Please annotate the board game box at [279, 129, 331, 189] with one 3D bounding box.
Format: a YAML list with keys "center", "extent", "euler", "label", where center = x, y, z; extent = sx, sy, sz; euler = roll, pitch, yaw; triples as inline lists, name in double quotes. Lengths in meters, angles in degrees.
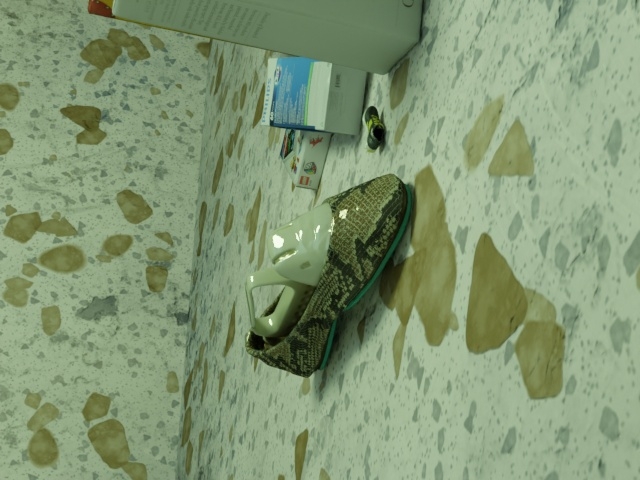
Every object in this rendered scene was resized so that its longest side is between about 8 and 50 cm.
- center: [-0.011, -0.276, 2.030]
  extent: [0.193, 0.053, 0.305]
  euler: [-116, 38, -64]
  label: "board game box"

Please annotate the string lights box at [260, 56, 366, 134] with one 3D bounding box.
- center: [-0.018, -0.268, 1.863]
  extent: [0.260, 0.077, 0.133]
  euler: [16, 101, 61]
  label: "string lights box"

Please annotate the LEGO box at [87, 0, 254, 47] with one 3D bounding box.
- center: [-0.211, -0.604, 2.116]
  extent: [0.372, 0.500, 0.193]
  euler: [127, 149, -60]
  label: "LEGO box"

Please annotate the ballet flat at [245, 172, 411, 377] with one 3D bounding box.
- center: [-0.021, 0.065, 1.597]
  extent: [0.483, 0.182, 0.164]
  euler: [117, 158, -49]
  label: "ballet flat"

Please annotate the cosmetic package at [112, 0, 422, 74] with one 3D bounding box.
- center: [-0.074, -0.429, 1.568]
  extent: [0.161, 0.453, 0.230]
  euler: [147, 130, -70]
  label: "cosmetic package"

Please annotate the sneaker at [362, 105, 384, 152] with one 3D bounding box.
- center: [0.090, -0.183, 1.645]
  extent: [0.035, 0.031, 0.083]
  euler: [-33, 51, 52]
  label: "sneaker"
